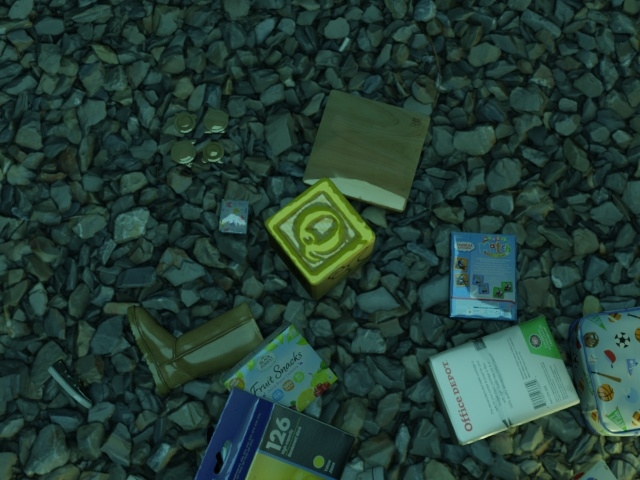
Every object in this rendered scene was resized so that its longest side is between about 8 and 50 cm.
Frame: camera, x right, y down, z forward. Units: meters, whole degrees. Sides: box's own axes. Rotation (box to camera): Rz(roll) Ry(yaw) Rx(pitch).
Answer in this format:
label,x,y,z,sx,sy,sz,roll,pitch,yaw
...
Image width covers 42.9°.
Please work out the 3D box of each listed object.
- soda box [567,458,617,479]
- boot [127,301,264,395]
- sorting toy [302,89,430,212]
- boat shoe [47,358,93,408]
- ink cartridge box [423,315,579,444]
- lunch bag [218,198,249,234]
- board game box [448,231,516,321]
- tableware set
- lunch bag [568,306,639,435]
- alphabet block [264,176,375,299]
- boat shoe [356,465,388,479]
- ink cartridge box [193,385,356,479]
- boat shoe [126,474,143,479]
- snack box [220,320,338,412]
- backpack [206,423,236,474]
label,x,y,z,sx,sy,sz,roll,pitch,yaw
soda box,0.558,0.569,1.787,0.216,0.074,0.069,-26,75,-35
boot,-0.290,0.212,1.925,0.269,0.089,0.236,-25,90,-5
sorting toy,0.113,-0.213,2.027,0.257,0.089,0.255,16,76,4
boat shoe,-0.579,0.335,1.910,0.142,0.049,0.040,41,79,12
ink cartridge box,0.407,0.323,1.871,0.289,0.121,0.211,-18,76,-4
lunch bag,-0.212,-0.055,2.007,0.071,0.053,0.083,3,66,-1
board game box,0.392,0.087,1.975,0.160,0.039,0.211,3,76,1
tableware set,-0.307,-0.263,2.077,0.141,0.020,0.169,3,74,-1
lunch bag,0.717,0.307,1.882,0.243,0.115,0.303,-6,75,-4
alphabet block,0.000,0.000,1.917,0.192,0.197,0.193,-39,78,-9
boat shoe,0.119,0.601,1.788,0.076,0.226,0.083,-17,120,11
ink cartridge box,-0.107,0.517,1.790,0.307,0.072,0.304,27,77,-23
boat shoe,-0.314,0.587,1.818,0.277,0.098,0.096,13,77,5
snack box,-0.096,0.317,1.875,0.207,0.070,0.174,-40,100,-10
backpack,-0.211,0.469,1.848,0.084,0.105,0.114,-9,76,-26
